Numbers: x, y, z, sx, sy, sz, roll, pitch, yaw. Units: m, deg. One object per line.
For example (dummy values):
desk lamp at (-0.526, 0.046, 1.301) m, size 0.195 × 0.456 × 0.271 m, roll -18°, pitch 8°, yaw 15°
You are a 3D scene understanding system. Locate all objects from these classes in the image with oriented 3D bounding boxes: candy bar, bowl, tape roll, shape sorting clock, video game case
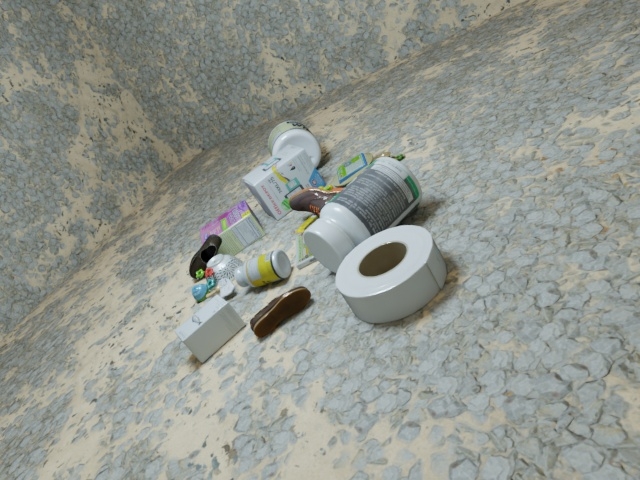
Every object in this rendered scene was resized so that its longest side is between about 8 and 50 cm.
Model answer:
candy bar at (-0.038, -0.073, 1.955) m, size 0.040 × 0.018 × 0.161 m, roll -4°, pitch 28°, yaw 40°
bowl at (-0.389, 0.106, 1.989) m, size 0.170 × 0.080 × 0.170 m, roll -26°, pitch 27°, yaw 14°
tape roll at (0.185, 0.084, 1.353) m, size 0.286 × 0.100 × 0.286 m, roll -26°, pitch 25°, yaw 13°
shape sorting clock at (0.136, -0.297, 2.152) m, size 0.206 × 0.040 × 0.206 m, roll -29°, pitch 27°, yaw 16°
video game case at (0.000, 0.000, 1.801) m, size 0.193 × 0.023 × 0.212 m, roll -27°, pitch 27°, yaw 11°

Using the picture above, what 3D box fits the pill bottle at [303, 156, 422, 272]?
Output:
pill bottle at (0.130, -0.078, 1.580) m, size 0.361 × 0.204 × 0.204 m, roll -43°, pitch 27°, yaw -22°

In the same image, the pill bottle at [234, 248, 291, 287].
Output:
pill bottle at (-0.201, 0.102, 1.753) m, size 0.184 × 0.103 × 0.103 m, roll -19°, pitch 28°, yaw 26°

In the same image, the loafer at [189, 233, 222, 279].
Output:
loafer at (-0.472, 0.074, 2.053) m, size 0.220 × 0.080 × 0.078 m, roll -59°, pitch 14°, yaw 21°

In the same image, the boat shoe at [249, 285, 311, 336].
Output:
boat shoe at (-0.125, 0.200, 1.527) m, size 0.207 × 0.073 × 0.073 m, roll -35°, pitch 27°, yaw -5°

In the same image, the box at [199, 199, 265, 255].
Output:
box at (-0.382, -0.038, 2.193) m, size 0.243 × 0.117 × 0.213 m, roll -33°, pitch 25°, yaw -2°

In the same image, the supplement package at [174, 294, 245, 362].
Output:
supplement package at (-0.348, 0.275, 1.611) m, size 0.179 × 0.105 × 0.105 m, roll -42°, pitch 27°, yaw -18°

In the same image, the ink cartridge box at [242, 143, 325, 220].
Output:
ink cartridge box at (-0.164, -0.258, 2.243) m, size 0.270 × 0.198 × 0.197 m, roll -38°, pitch 27°, yaw -10°

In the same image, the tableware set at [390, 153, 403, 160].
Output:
tableware set at (0.259, -0.316, 2.067) m, size 0.154 × 0.024 × 0.104 m, roll 1°, pitch 41°, yaw 50°

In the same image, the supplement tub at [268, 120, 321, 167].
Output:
supplement tub at (-0.135, -0.458, 2.521) m, size 0.235 × 0.235 × 0.325 m, roll -31°, pitch 26°, yaw 3°

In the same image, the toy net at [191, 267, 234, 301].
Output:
toy net at (-0.387, 0.166, 1.895) m, size 0.232 × 0.045 × 0.122 m, roll -1°, pitch 61°, yaw 36°

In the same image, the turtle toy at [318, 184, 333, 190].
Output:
turtle toy at (0.016, -0.184, 2.057) m, size 0.130 × 0.066 × 0.095 m, roll -4°, pitch 14°, yaw 42°

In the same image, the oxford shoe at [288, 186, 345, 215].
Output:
oxford shoe at (-0.009, -0.140, 1.942) m, size 0.271 × 0.097 × 0.098 m, roll -5°, pitch 41°, yaw 27°

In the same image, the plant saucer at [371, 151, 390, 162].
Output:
plant saucer at (0.248, -0.331, 2.065) m, size 0.083 × 0.015 × 0.083 m, roll -24°, pitch 24°, yaw 11°
